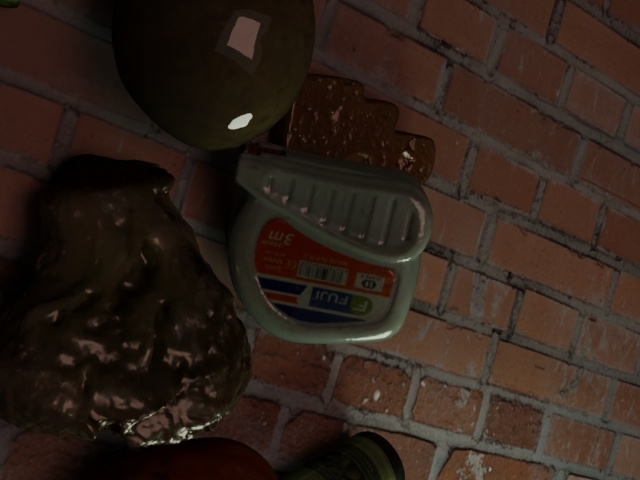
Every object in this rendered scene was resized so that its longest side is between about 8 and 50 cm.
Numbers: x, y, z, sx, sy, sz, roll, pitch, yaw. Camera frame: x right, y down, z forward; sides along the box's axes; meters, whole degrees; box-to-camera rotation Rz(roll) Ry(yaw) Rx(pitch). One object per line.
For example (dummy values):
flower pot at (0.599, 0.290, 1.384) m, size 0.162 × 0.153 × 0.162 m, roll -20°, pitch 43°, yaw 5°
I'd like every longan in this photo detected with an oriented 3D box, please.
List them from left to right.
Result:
longan at (-0.114, -0.218, 1.548) m, size 0.246 × 0.215 × 0.246 m, roll -29°, pitch 143°, yaw -24°

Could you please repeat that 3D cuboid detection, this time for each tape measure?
tape measure at (0.000, -0.001, 1.710) m, size 0.243 × 0.125 × 0.246 m, roll 12°, pitch 108°, yaw -5°

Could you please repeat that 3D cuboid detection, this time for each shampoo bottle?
shampoo bottle at (-0.017, 0.346, 1.835) m, size 0.284 × 0.101 × 0.101 m, roll -24°, pitch 115°, yaw -39°

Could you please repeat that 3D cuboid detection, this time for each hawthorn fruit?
hawthorn fruit at (-0.166, 0.320, 1.609) m, size 0.261 × 0.224 × 0.224 m, roll 29°, pitch 78°, yaw -30°

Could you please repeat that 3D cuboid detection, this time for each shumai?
shumai at (-0.200, 0.059, 1.509) m, size 0.346 × 0.217 × 0.283 m, roll 5°, pitch 95°, yaw -45°

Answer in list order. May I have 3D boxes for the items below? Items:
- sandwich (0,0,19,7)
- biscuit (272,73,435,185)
sandwich at (-0.335, -0.279, 1.441) m, size 0.101 × 0.026 × 0.069 m, roll 34°, pitch 70°, yaw -46°
biscuit at (0.029, -0.099, 1.825) m, size 0.278 × 0.043 × 0.301 m, roll -44°, pitch 125°, yaw -25°
